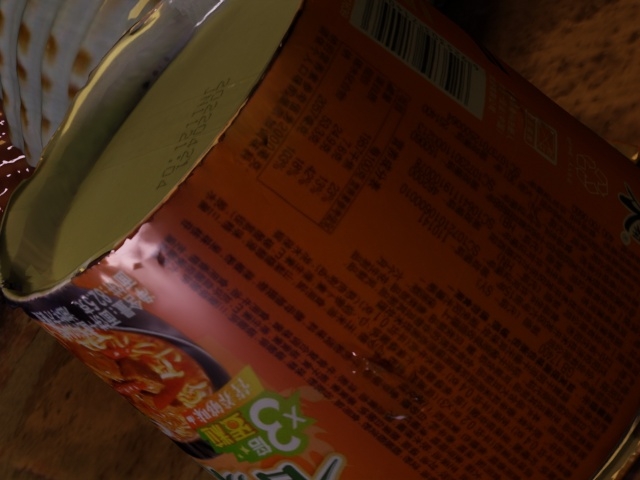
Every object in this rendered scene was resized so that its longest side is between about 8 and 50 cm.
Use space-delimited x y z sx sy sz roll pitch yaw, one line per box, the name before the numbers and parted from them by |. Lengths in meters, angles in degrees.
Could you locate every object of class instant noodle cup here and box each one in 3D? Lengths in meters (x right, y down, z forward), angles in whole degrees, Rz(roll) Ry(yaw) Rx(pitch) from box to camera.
instant noodle cup | 0.000 0.000 0.440 0.230 0.182 0.230 -36 31 26

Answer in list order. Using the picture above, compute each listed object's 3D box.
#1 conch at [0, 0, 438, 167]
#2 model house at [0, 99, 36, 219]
conch | -0.055 -0.169 0.646 0.302 0.215 0.319 -23 31 -13
model house | -0.319 -0.056 1.001 0.294 0.252 0.329 -20 58 8
